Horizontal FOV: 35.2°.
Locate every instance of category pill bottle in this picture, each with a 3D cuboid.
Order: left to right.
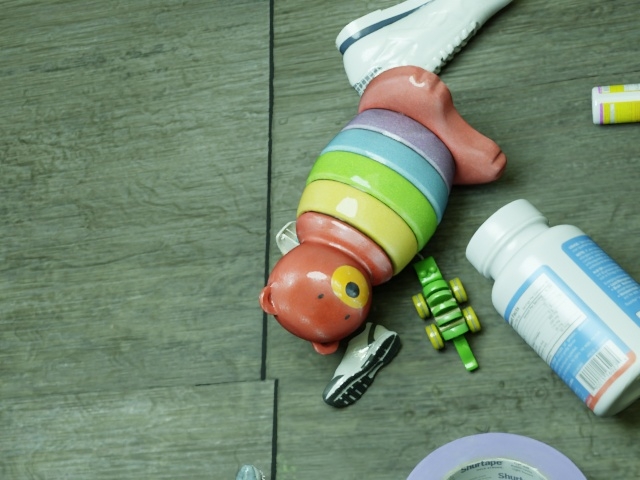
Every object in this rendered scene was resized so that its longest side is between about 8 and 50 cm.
[{"bbox_3d":[0.256,0.062,1.037,0.124,0.124,0.221,-39,64,-3],"label":"pill bottle"},{"bbox_3d":[0.352,-0.156,1.146,0.083,0.043,0.043,-2,68,14],"label":"pill bottle"}]

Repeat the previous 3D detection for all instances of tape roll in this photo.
[{"bbox_3d":[0.168,0.281,0.954,0.189,0.080,0.189,-7,40,6],"label":"tape roll"}]

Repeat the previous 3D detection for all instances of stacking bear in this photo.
[{"bbox_3d":[0.045,-0.019,1.091,0.164,0.175,0.289,0,52,55],"label":"stacking bear"}]

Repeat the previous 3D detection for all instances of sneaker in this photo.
[{"bbox_3d":[0.040,0.137,1.118,0.109,0.040,0.043,-46,48,-10],"label":"sneaker"},{"bbox_3d":[0.139,-0.251,1.232,0.235,0.090,0.095,-25,77,8],"label":"sneaker"}]

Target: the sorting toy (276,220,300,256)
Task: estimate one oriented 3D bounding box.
[{"bbox_3d":[0.000,0.000,1.181,0.083,0.045,0.075,34,64,6],"label":"sorting toy"}]

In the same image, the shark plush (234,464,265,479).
[{"bbox_3d":[-0.101,0.315,1.061,0.073,0.067,0.161,28,78,24],"label":"shark plush"}]

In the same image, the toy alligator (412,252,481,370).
[{"bbox_3d":[0.128,0.054,1.115,0.056,0.051,0.190,-24,64,4],"label":"toy alligator"}]
